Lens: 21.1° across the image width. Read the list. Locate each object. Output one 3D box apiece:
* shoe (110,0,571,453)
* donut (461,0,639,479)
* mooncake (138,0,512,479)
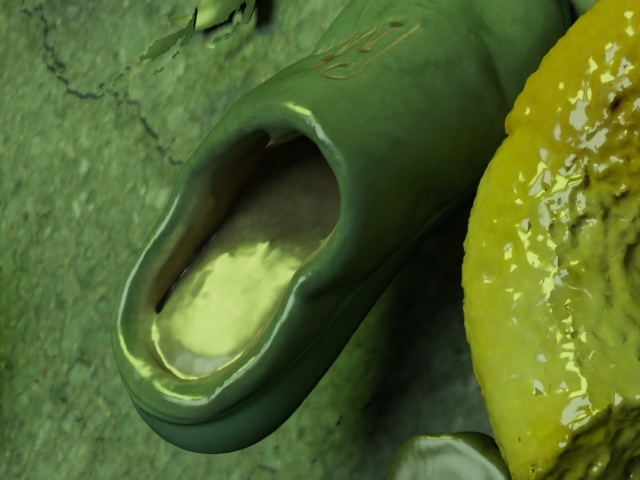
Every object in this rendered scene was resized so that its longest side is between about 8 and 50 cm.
[{"bbox_3d":[0.003,-0.033,0.674,0.103,0.100,0.251,30,77,27],"label":"shoe"},{"bbox_3d":[0.130,-0.020,0.606,0.259,0.101,0.152,-57,40,17],"label":"donut"},{"bbox_3d":[-0.007,-0.006,0.752,0.150,0.057,0.347,-23,56,22],"label":"mooncake"}]
